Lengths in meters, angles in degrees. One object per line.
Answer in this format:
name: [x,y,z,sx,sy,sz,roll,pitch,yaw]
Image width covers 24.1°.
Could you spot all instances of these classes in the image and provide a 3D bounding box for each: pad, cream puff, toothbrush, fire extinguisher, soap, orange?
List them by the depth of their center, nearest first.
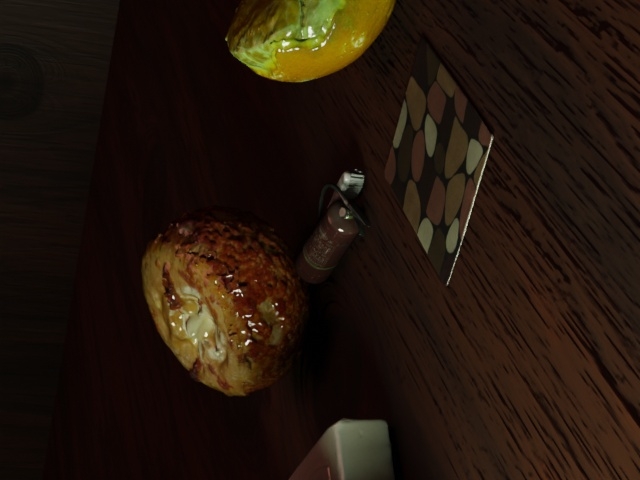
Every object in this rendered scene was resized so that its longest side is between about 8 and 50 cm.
pad: [0.107,-0.079,1.418,0.235,0.003,0.158,-113,33,-58]
soap: [0.022,0.263,1.486,0.183,0.064,0.121,120,149,-55]
orange: [0.003,-0.278,1.558,0.179,0.158,0.237,-163,83,-67]
fire extinguisher: [0.011,-0.012,1.634,0.078,0.045,0.157,62,153,17]
toothbrush: [0.000,0.000,1.725,0.288,0.024,0.021,118,155,-56]
cream puff: [-0.105,0.066,1.761,0.240,0.164,0.240,30,141,28]
